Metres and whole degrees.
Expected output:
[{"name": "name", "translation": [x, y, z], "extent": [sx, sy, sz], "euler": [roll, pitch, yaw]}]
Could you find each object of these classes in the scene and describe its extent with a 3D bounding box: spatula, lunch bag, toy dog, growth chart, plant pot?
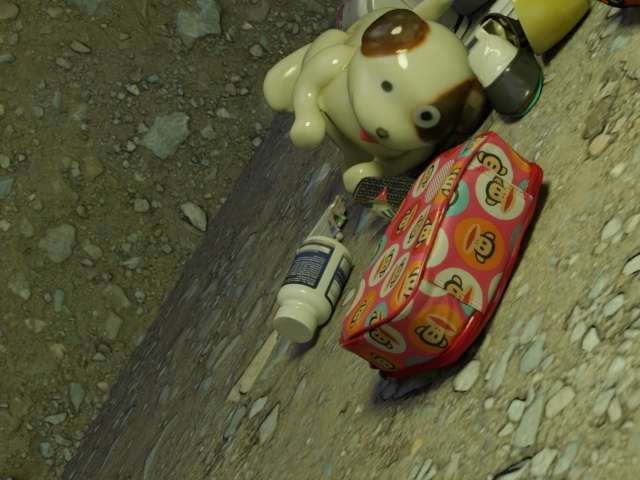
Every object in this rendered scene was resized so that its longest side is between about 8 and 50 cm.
[{"name": "spatula", "translation": [0.290, -0.357, 2.062], "extent": [0.242, 0.019, 0.168], "euler": [-50, 19, 27]}, {"name": "lunch bag", "translation": [0.134, 0.024, 1.410], "extent": [0.293, 0.120, 0.258], "euler": [-62, 13, -25]}, {"name": "toy dog", "translation": [0.130, -0.250, 1.911], "extent": [0.395, 0.285, 0.408], "euler": [-38, 13, -3]}, {"name": "growth chart", "translation": [0.000, 0.000, 2.219], "extent": [0.172, 0.021, 0.237], "euler": [-52, 13, 15]}, {"name": "plant pot", "translation": [0.331, -0.348, 1.656], "extent": [0.095, 0.134, 0.134], "euler": [-23, 23, 17]}]

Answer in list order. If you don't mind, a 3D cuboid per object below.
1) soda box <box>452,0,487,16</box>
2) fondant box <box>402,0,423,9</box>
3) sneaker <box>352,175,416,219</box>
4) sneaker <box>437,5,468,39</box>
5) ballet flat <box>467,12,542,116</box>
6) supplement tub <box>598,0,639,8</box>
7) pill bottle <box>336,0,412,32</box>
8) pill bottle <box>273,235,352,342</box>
[{"name": "soda box", "translation": [0.310, -0.509, 2.234], "extent": [0.069, 0.074, 0.216], "euler": [-59, 13, -23]}, {"name": "fondant box", "translation": [0.286, -0.599, 2.169], "extent": [0.238, 0.096, 0.330], "euler": [-37, 17, 52]}, {"name": "sneaker", "translation": [0.128, -0.060, 1.810], "extent": [0.161, 0.075, 0.057], "euler": [11, 72, 47]}, {"name": "sneaker", "translation": [0.195, -0.368, 2.266], "extent": [0.235, 0.094, 0.090], "euler": [-59, 14, -7]}, {"name": "ballet flat", "translation": [0.268, -0.271, 1.724], "extent": [0.095, 0.096, 0.280], "euler": [-49, 14, 25]}, {"name": "supplement tub", "translation": [0.393, -0.347, 1.396], "extent": [0.117, 0.117, 0.190], "euler": [-56, 12, -3]}, {"name": "pill bottle", "translation": [0.148, -0.546, 2.750], "extent": [0.160, 0.160, 0.283], "euler": [-57, 13, -7]}, {"name": "pill bottle", "translation": [-0.017, 0.082, 1.893], "extent": [0.094, 0.094, 0.169], "euler": [-40, 19, 51]}]
